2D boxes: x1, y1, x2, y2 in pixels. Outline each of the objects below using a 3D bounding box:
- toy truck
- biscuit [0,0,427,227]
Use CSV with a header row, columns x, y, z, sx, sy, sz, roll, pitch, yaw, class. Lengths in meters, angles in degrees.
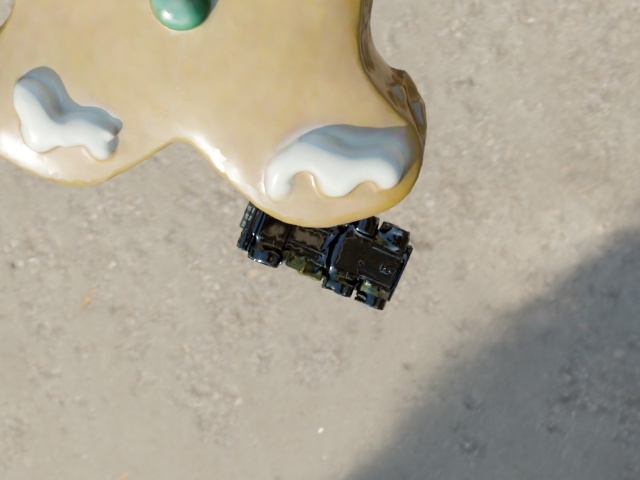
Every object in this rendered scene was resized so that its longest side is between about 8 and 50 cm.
x,y,z,sx,sy,sz,roll,pitch,yaw,class
0.000,0.000,1.767,0.127,0.257,0.127,26,94,60,toy truck
-0.053,-0.172,0.435,0.216,0.047,0.340,7,111,4,biscuit
